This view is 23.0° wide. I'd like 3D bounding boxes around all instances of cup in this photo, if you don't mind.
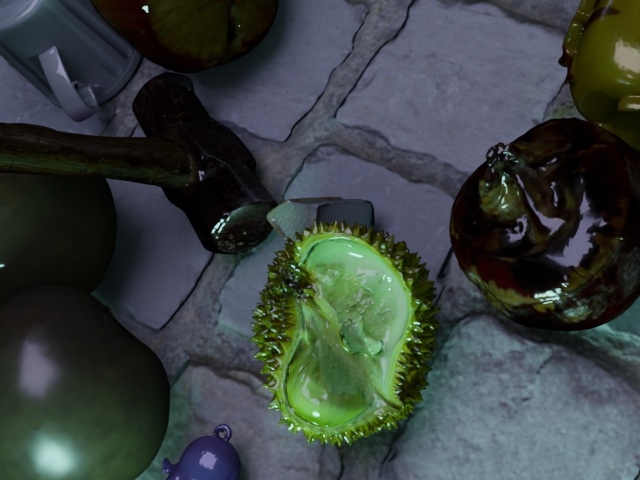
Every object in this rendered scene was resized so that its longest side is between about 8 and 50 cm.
[{"bbox_3d":[-0.333,-0.273,2.021,0.221,0.202,0.167,37,87,35],"label":"cup"}]

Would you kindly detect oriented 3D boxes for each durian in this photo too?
[{"bbox_3d":[0.026,0.092,1.667,0.200,0.176,0.237,3,97,-6],"label":"durian"}]

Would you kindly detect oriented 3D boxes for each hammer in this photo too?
[{"bbox_3d":[-0.251,-0.094,1.789,0.095,0.409,0.242,-54,54,30],"label":"hammer"}]

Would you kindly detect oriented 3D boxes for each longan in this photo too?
[{"bbox_3d":[-0.368,-0.018,1.884,0.258,0.258,0.258,-11,61,21],"label":"longan"},{"bbox_3d":[-0.286,0.171,1.759,0.248,0.248,0.248,-11,61,21],"label":"longan"}]

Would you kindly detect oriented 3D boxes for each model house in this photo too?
[{"bbox_3d":[0.000,0.000,1.804,0.100,0.088,0.101,8,101,53],"label":"model house"}]

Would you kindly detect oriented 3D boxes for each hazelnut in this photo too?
[{"bbox_3d":[-0.176,-0.318,1.933,0.217,0.251,0.217,1,91,45],"label":"hazelnut"}]

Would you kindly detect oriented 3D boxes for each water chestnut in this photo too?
[{"bbox_3d":[0.236,-0.017,1.606,0.223,0.238,0.224,-19,55,29],"label":"water chestnut"}]

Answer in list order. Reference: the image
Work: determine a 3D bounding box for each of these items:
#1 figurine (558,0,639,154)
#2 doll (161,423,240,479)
[{"bbox_3d":[0.366,-0.255,1.702,0.169,0.218,0.327,31,70,-6],"label":"figurine"},{"bbox_3d":[-0.141,0.299,1.729,0.110,0.067,0.206,22,87,18],"label":"doll"}]
